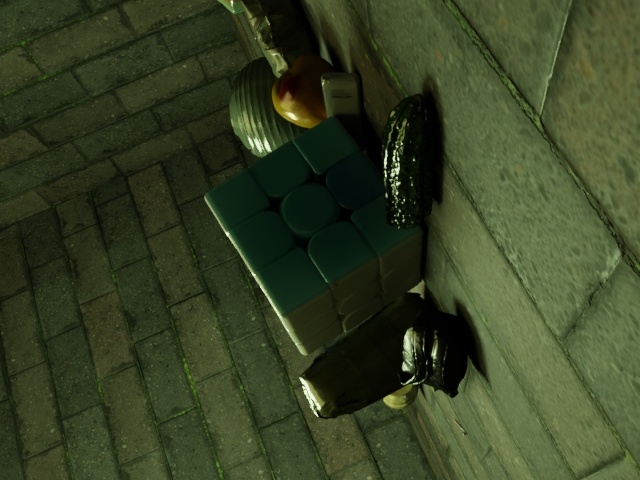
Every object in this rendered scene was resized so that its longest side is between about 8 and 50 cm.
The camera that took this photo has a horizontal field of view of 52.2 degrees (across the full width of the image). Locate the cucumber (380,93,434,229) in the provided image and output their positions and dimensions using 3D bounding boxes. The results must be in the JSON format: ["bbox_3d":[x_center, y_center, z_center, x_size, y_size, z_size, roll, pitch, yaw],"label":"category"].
[{"bbox_3d":[0.116,-0.097,0.886,0.265,0.077,0.077,71,174,-62],"label":"cucumber"}]

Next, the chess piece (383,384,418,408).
[{"bbox_3d":[0.252,0.436,2.094,0.301,0.137,0.137,78,168,-59],"label":"chess piece"}]

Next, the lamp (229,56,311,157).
[{"bbox_3d":[-0.105,-0.323,1.625,0.233,0.233,0.265,78,-171,-75],"label":"lamp"}]

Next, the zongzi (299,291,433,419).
[{"bbox_3d":[0.121,0.278,1.464,0.160,0.323,0.360,57,178,18],"label":"zongzi"}]

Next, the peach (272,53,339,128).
[{"bbox_3d":[-0.020,-0.282,1.259,0.138,0.138,0.138,156,90,-87],"label":"peach"}]

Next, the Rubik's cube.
[{"bbox_3d":[0.000,0.000,1.249,0.290,0.291,0.291,56,175,23],"label":"Rubik's cube"}]

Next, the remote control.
[{"bbox_3d":[0.045,-0.234,1.215,0.261,0.067,0.029,74,-161,-68],"label":"remote control"}]

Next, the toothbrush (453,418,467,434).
[{"bbox_3d":[0.357,0.478,1.675,0.097,0.008,0.006,-128,29,-81],"label":"toothbrush"}]

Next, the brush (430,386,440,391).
[{"bbox_3d":[0.255,0.281,1.754,0.062,0.027,0.266,79,167,-73],"label":"brush"}]

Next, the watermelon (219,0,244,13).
[{"bbox_3d":[-0.181,-0.618,1.402,0.140,0.192,0.257,65,163,9],"label":"watermelon"}]

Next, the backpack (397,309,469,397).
[{"bbox_3d":[0.208,0.194,1.171,0.106,0.120,0.165,-57,-23,-45],"label":"backpack"}]

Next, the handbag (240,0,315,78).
[{"bbox_3d":[-0.084,-0.436,1.385,0.270,0.117,0.182,67,-164,1],"label":"handbag"}]
